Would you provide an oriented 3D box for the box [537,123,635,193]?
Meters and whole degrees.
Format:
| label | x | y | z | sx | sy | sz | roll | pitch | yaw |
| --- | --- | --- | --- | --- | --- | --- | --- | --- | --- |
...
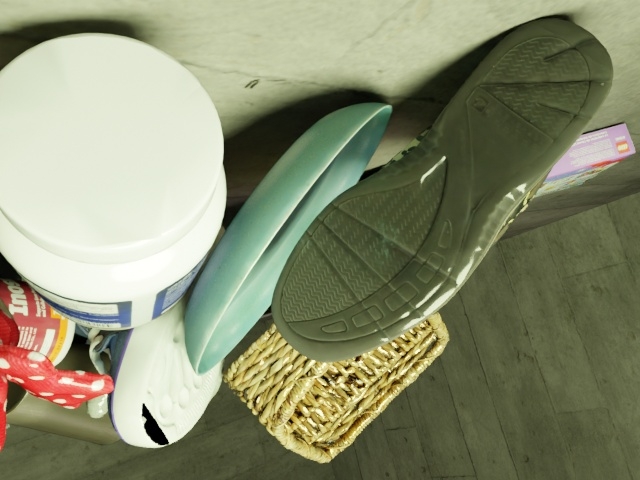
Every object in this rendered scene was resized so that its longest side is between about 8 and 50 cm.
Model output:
| label | x | y | z | sx | sy | sz | roll | pitch | yaw |
| --- | --- | --- | --- | --- | --- | --- | --- | --- | --- |
| box | 0.369 | -0.114 | 1.047 | 0.293 | 0.057 | 0.201 | -15 | 171 | -3 |

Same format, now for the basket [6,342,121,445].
| label | x | y | z | sx | sy | sz | roll | pitch | yaw |
| --- | --- | --- | --- | --- | --- | --- | --- | --- | --- |
| basket | -0.449 | 0.245 | 0.990 | 0.154 | 0.204 | 0.227 | -45 | 150 | 0 |

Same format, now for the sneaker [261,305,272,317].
| label | x | y | z | sx | sy | sz | roll | pitch | yaw |
| --- | --- | --- | --- | --- | --- | --- | --- | --- | --- |
| sneaker | -0.099 | 0.077 | 1.120 | 0.290 | 0.106 | 0.123 | -27 | -175 | -41 |

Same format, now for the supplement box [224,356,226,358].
| label | x | y | z | sx | sy | sz | roll | pitch | yaw |
| --- | --- | --- | --- | --- | --- | --- | --- | --- | --- |
| supplement box | -0.209 | 0.147 | 1.178 | 0.081 | 0.104 | 0.188 | 10 | 121 | -44 |

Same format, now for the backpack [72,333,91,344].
| label | x | y | z | sx | sy | sz | roll | pitch | yaw |
| --- | --- | --- | --- | --- | --- | --- | --- | --- | --- |
| backpack | -0.466 | 0.186 | 1.211 | 0.152 | 0.115 | 0.182 | -19 | 166 | 29 |

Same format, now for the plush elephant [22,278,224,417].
| label | x | y | z | sx | sy | sz | roll | pitch | yaw |
| --- | --- | --- | --- | --- | --- | --- | --- | --- | --- |
| plush elephant | -0.281 | 0.153 | 0.910 | 0.330 | 0.255 | 0.272 | -11 | 169 | -28 |

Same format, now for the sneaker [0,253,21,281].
| label | x | y | z | sx | sy | sz | roll | pitch | yaw |
| --- | --- | --- | --- | --- | --- | --- | --- | --- | --- |
| sneaker | -0.355 | 0.045 | 0.578 | 0.083 | 0.118 | 0.222 | -16 | 171 | 0 |

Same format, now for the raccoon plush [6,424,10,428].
| label | x | y | z | sx | sy | sz | roll | pitch | yaw |
| --- | --- | --- | --- | --- | --- | --- | --- | --- | --- |
| raccoon plush | -0.621 | 0.228 | 1.246 | 0.299 | 0.216 | 0.446 | -33 | -166 | 25 |

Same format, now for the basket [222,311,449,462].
| label | x | y | z | sx | sy | sz | roll | pitch | yaw |
| --- | --- | --- | --- | --- | --- | --- | --- | --- | --- |
| basket | 0.038 | 0.177 | 0.872 | 0.299 | 0.223 | 0.213 | -42 | 174 | -4 |

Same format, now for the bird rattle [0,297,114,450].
| label | x | y | z | sx | sy | sz | roll | pitch | yaw |
| --- | --- | --- | --- | --- | --- | --- | --- | --- | --- |
| bird rattle | -0.257 | 0.025 | 0.386 | 0.143 | 0.253 | 0.207 | -50 | -151 | -10 |

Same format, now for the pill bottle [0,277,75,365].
| label | x | y | z | sx | sy | sz | roll | pitch | yaw |
| --- | --- | --- | --- | --- | --- | --- | --- | --- | --- |
| pill bottle | -0.310 | 0.074 | 0.525 | 0.086 | 0.086 | 0.152 | -21 | 159 | 27 |

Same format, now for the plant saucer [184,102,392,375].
| label | x | y | z | sx | sy | sz | roll | pitch | yaw |
| --- | --- | --- | --- | --- | --- | --- | --- | --- | --- |
| plant saucer | -0.037 | -0.009 | 0.581 | 0.317 | 0.044 | 0.317 | -54 | 174 | -8 |

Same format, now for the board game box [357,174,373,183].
| label | x | y | z | sx | sy | sz | roll | pitch | yaw |
| --- | --- | --- | --- | --- | --- | --- | --- | --- | --- |
| board game box | 0.000 | 0.000 | 0.902 | 0.316 | 0.064 | 0.242 | -26 | 171 | -5 |

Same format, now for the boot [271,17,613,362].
| label | x | y | z | sx | sy | sz | roll | pitch | yaw |
| --- | --- | --- | --- | --- | --- | --- | --- | --- | --- |
| boot | 0.130 | -0.032 | 0.633 | 0.377 | 0.138 | 0.284 | -50 | 168 | 9 |

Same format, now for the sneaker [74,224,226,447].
| label | x | y | z | sx | sy | sz | roll | pitch | yaw |
| --- | --- | --- | --- | --- | --- | --- | --- | --- | --- |
| sneaker | -0.238 | 0.096 | 0.652 | 0.236 | 0.130 | 0.323 | -9 | -146 | 10 |

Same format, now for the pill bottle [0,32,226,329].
| label | x | y | z | sx | sy | sz | roll | pitch | yaw |
| --- | --- | --- | --- | --- | --- | --- | --- | --- | --- |
| pill bottle | -0.151 | -0.022 | 0.426 | 0.153 | 0.153 | 0.264 | -12 | 170 | -21 |
